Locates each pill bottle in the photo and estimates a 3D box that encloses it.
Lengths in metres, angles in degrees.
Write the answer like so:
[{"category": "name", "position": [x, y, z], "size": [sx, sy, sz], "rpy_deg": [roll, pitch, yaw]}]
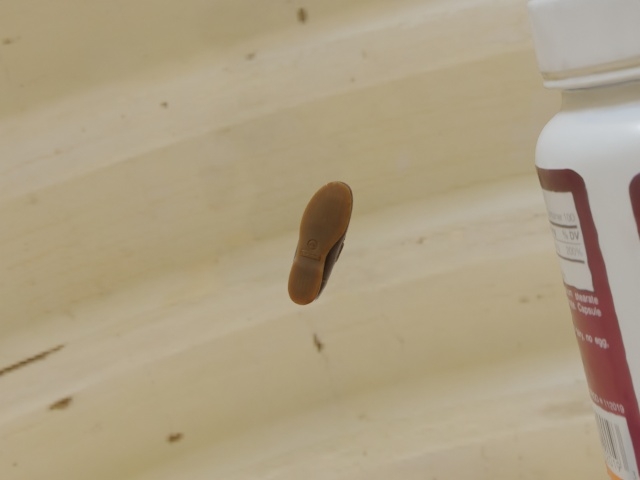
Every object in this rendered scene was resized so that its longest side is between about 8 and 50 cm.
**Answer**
[{"category": "pill bottle", "position": [0.283, -0.004, 0.843], "size": [0.224, 0.224, 0.392], "rpy_deg": [-34, -69, -62]}]

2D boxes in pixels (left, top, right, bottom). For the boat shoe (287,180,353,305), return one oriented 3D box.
[{"category": "boat shoe", "position": [0.000, 0.000, 1.838], "size": [0.207, 0.073, 0.073], "rpy_deg": [-68, -10, 15]}]
